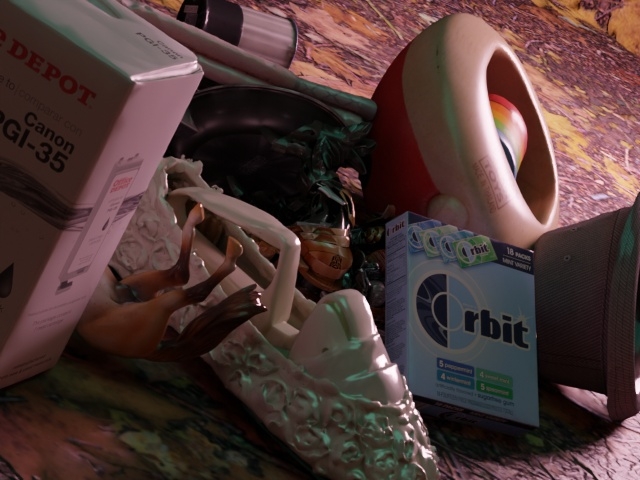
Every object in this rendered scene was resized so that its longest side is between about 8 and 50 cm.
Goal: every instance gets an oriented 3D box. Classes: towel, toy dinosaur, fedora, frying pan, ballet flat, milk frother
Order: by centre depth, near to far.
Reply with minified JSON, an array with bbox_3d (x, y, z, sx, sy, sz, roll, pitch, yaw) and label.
[{"bbox_3d":[-0.039,0.068,1.620,0.409,0.147,0.147,41,23,25],"label":"ballet flat"},{"bbox_3d":[0.000,0.000,1.836,0.322,0.164,0.218,40,26,-39],"label":"toy dinosaur"},{"bbox_3d":[-0.100,-0.123,1.901,0.326,0.197,0.053,39,46,-47],"label":"frying pan"},{"bbox_3d":[0.287,0.058,2.001,0.124,0.243,0.275,5,44,17],"label":"fedora"},{"bbox_3d":[-0.121,-0.194,2.098,0.317,0.053,0.332,22,-1,-16],"label":"towel"},{"bbox_3d":[-0.103,-0.289,2.379,0.135,0.143,0.129,14,17,-30],"label":"milk frother"}]

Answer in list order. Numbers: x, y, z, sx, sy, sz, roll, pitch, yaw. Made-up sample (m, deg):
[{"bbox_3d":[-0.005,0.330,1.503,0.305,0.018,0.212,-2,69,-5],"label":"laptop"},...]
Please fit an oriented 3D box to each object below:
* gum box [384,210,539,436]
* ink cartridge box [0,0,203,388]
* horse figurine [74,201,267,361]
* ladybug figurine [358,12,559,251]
[{"bbox_3d":[0.133,0.080,1.808,0.157,0.041,0.184,16,62,-30],"label":"gum box"},{"bbox_3d":[-0.248,-0.061,1.431,0.207,0.283,0.117,34,21,15],"label":"ink cartridge box"},{"bbox_3d":[-0.174,0.019,1.534,0.263,0.174,0.066,35,14,-7],"label":"horse figurine"},{"bbox_3d":[0.149,-0.088,2.112,0.449,0.162,0.305,-50,119,-70],"label":"ladybug figurine"}]
